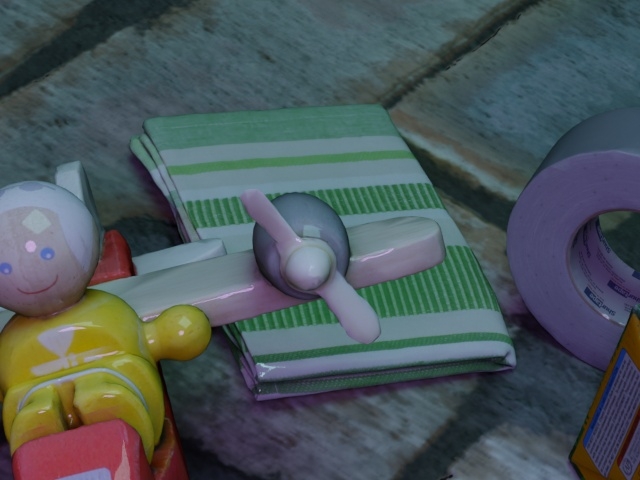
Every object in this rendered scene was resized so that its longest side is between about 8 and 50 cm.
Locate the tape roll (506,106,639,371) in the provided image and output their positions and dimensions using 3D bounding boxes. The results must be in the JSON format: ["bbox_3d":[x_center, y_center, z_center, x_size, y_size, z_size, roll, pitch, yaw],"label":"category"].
[{"bbox_3d":[0.260,0.006,1.541,0.219,0.219,0.072,26,43,13],"label":"tape roll"}]

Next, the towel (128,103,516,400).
[{"bbox_3d":[0.000,0.000,1.617,0.248,0.038,0.325,-5,42,-23],"label":"towel"}]

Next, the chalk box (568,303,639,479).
[{"bbox_3d":[0.366,0.147,1.445,0.289,0.180,0.179,-7,45,-24],"label":"chalk box"}]

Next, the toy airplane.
[{"bbox_3d":[-0.161,0.057,1.320,0.384,0.272,0.386,18,51,35],"label":"toy airplane"}]
